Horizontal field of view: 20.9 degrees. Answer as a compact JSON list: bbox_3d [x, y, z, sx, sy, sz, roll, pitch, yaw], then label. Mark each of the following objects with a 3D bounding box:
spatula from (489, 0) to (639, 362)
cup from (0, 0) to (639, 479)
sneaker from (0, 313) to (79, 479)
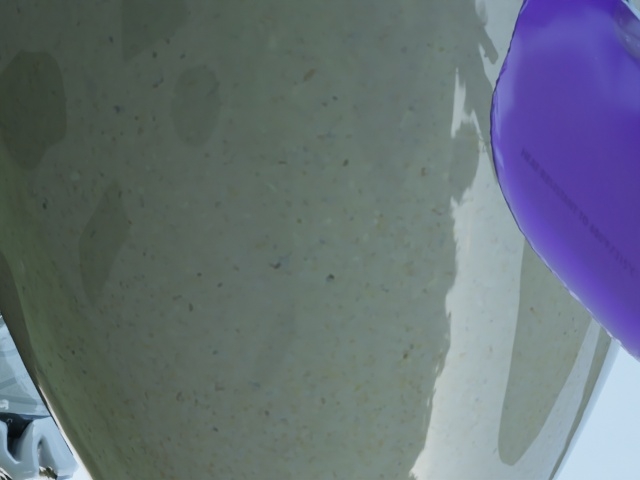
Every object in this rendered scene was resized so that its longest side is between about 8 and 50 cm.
[{"bbox_3d":[0.080,-0.090,0.523,0.030,0.084,0.296,-31,-148,27],"label":"spatula"},{"bbox_3d":[0.000,0.000,0.719,0.331,0.331,0.237,-23,-114,61],"label":"cup"},{"bbox_3d":[-0.275,0.080,0.952,0.110,0.292,0.118,-11,-101,61],"label":"sneaker"}]
